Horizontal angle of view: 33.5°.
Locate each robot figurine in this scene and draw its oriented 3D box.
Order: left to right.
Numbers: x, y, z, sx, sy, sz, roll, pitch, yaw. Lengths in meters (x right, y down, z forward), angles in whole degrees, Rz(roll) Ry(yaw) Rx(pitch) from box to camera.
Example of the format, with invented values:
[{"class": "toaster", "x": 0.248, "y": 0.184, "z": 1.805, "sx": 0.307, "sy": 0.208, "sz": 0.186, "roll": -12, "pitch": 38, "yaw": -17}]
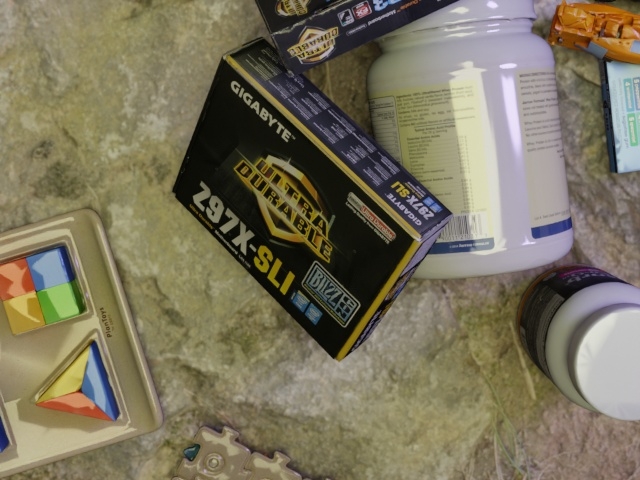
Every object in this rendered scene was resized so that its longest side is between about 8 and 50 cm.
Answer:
[{"class": "robot figurine", "x": 0.449, "y": -0.295, "z": 1.358, "sx": 0.290, "sy": 0.085, "sz": 0.211, "roll": 12, "pitch": 76, "yaw": 7}]

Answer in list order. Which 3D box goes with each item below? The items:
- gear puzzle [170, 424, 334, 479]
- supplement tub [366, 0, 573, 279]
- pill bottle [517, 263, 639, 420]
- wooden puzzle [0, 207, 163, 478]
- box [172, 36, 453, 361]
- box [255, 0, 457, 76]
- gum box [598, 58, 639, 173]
[{"class": "gear puzzle", "x": -0.052, "y": 0.388, "z": 1.474, "sx": 0.338, "sy": 0.044, "sz": 0.176, "roll": 28, "pitch": 93, "yaw": -6}, {"class": "supplement tub", "x": 0.182, "y": -0.129, "z": 1.322, "sx": 0.235, "sy": 0.235, "sz": 0.325, "roll": -7, "pitch": 96, "yaw": 0}, {"class": "pill bottle", "x": 0.348, "y": 0.124, "z": 1.327, "sx": 0.162, "sy": 0.278, "sz": 0.162, "roll": 0, "pitch": 96, "yaw": -1}, {"class": "wooden puzzle", "x": -0.418, "y": 0.155, "z": 1.425, "sx": 0.347, "sy": 0.080, "sz": 0.322, "roll": -16, "pitch": 96, "yaw": 1}, {"class": "box", "x": -0.024, "y": -0.045, "z": 1.292, "sx": 0.322, "sy": 0.257, "sz": 0.079, "roll": 45, "pitch": 50, "yaw": 14}, {"class": "box", "x": 0.053, "y": -0.349, "z": 1.281, "sx": 0.293, "sy": 0.296, "sz": 0.073, "roll": -25, "pitch": 130, "yaw": 3}, {"class": "gum box", "x": 0.473, "y": -0.179, "z": 1.416, "sx": 0.184, "sy": 0.041, "sz": 0.157, "roll": -8, "pitch": 95, "yaw": 1}]
